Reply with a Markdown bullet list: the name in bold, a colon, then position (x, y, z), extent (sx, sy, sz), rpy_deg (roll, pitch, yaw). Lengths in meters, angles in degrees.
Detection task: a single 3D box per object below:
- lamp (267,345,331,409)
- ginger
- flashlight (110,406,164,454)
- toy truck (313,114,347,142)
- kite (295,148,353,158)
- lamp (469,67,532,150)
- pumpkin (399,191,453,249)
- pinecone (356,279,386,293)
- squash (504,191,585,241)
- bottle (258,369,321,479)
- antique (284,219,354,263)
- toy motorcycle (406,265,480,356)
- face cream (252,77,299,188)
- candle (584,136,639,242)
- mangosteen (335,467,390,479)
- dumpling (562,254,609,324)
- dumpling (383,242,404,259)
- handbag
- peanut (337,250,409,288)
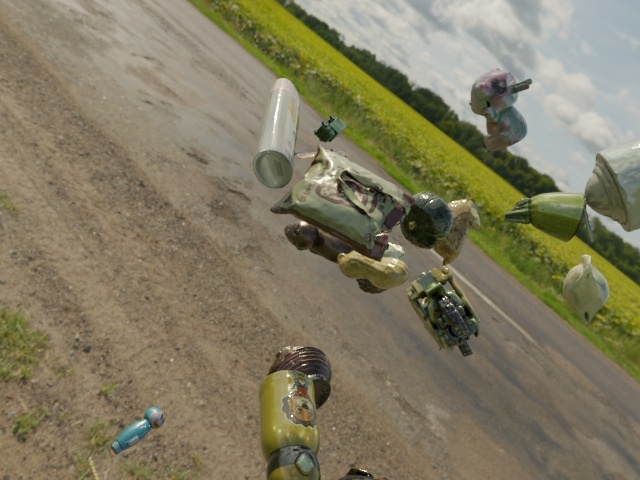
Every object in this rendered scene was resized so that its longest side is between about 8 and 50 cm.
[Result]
- **lamp**: position (-0.076, 0.477, 1.675), extent (0.247, 0.247, 0.247), rpy_deg (34, 19, -14)
- **ginger**: position (0.489, -0.036, 1.758), extent (0.152, 0.267, 0.138), rpy_deg (31, 10, 10)
- **flashlight**: position (-0.412, 0.429, 1.082), extent (0.051, 0.051, 0.129), rpy_deg (44, 49, 14)
- **toy truck**: position (0.036, -0.440, 1.893), extent (0.079, 0.065, 0.147), rpy_deg (46, 38, -3)
- **kite**: position (0.010, -0.246, 1.349), extent (0.241, 0.014, 0.183), rpy_deg (12, 22, 40)
- **lamp**: position (0.736, -0.538, 1.922), extent (0.247, 0.247, 0.301), rpy_deg (-44, 113, -40)
- **pumpkin**: position (0.346, -0.063, 1.581), extent (0.146, 0.190, 0.190), rpy_deg (-38, 72, -25)
- **pinecone**: position (0.257, 0.170, 2.269), extent (0.186, 0.168, 0.212), rpy_deg (7, -20, 6)
- **squash**: position (0.445, -0.060, 0.968), extent (0.132, 0.105, 0.105), rpy_deg (14, 16, 10)
- **bottle**: position (-0.080, 0.546, 1.327), extent (0.172, 0.171, 0.351), rpy_deg (29, 24, -26)
- **antique**: position (0.000, 0.000, 1.579), extent (0.257, 0.121, 0.143), rpy_deg (28, 10, -26)
- **toy motorcycle**: position (0.397, 0.229, 1.501), extent (0.237, 0.169, 0.410), rpy_deg (59, 4, 29)
- **face cream**: position (-0.084, -0.220, 0.962), extent (0.073, 0.107, 0.269), rpy_deg (-1, 43, 3)
- **candle**: position (0.782, -0.148, 1.125), extent (0.221, 0.343, 0.221), rpy_deg (51, 28, -43)
- **mangosteen**: position (0.129, 0.791, 1.376), extent (0.288, 0.233, 0.287), rpy_deg (2, 45, -2)
- **dumpling**: position (0.815, 0.143, 1.484), extent (0.124, 0.228, 0.151), rpy_deg (0, 24, 11)
- **dumpling**: position (0.224, 0.068, 1.995), extent (0.258, 0.147, 0.193), rpy_deg (-28, 33, -34)
- **handbag**: position (0.050, -0.074, 0.943), extent (0.235, 0.127, 0.213), rpy_deg (30, 49, 5)
- **peanut**: position (0.119, 0.066, 1.124), extent (0.187, 0.082, 0.082), rpy_deg (16, 7, 29)
